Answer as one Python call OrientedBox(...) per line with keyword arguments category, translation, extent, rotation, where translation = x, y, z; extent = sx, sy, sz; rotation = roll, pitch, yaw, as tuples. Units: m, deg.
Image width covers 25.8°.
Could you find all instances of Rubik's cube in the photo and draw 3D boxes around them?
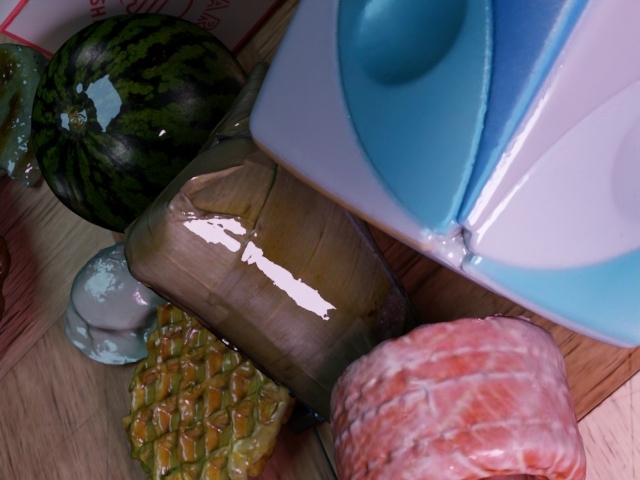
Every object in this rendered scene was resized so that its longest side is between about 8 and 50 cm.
OrientedBox(category="Rubik's cube", translation=(0.191, -0.136, 1.318), extent=(0.347, 0.352, 0.351), rotation=(33, 93, 46))

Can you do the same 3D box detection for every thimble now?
OrientedBox(category="thimble", translation=(0.127, 0.191, 1.318), extent=(0.239, 0.239, 0.162), rotation=(-33, 53, 29))

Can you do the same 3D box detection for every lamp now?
OrientedBox(category="lamp", translation=(-0.005, 0.234, 1.569), extent=(0.054, 0.041, 0.121), rotation=(-26, 52, 23))

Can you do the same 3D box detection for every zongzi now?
OrientedBox(category="zongzi", translation=(0.000, 0.000, 1.539), extent=(0.174, 0.356, 0.393), rotation=(-38, 15, 32))

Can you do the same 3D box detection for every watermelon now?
OrientedBox(category="watermelon", translation=(-0.218, -0.142, 1.751), extent=(0.285, 0.285, 0.285), rotation=(-20, 59, 37))

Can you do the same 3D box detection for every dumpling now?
OrientedBox(category="dumpling", translation=(-0.260, 0.073, 1.832), extent=(0.219, 0.108, 0.152), rotation=(-48, 46, 20))

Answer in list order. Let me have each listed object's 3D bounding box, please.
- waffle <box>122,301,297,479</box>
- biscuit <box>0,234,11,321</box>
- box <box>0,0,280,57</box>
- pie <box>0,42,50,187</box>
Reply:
OrientedBox(category="waffle", translation=(-0.126, 0.164, 1.671), extent=(0.325, 0.068, 0.302), rotation=(-61, 37, 5))
OrientedBox(category="biscuit", translation=(-0.625, 0.029, 2.105), extent=(0.342, 0.166, 0.395), rotation=(-46, 58, 31))
OrientedBox(category="box", translation=(-0.255, -0.411, 1.898), extent=(0.314, 0.312, 0.300), rotation=(-46, 46, 20))
OrientedBox(category="pie", translation=(-0.523, -0.178, 2.222), extent=(0.302, 0.067, 0.302), rotation=(-18, 58, 31))
